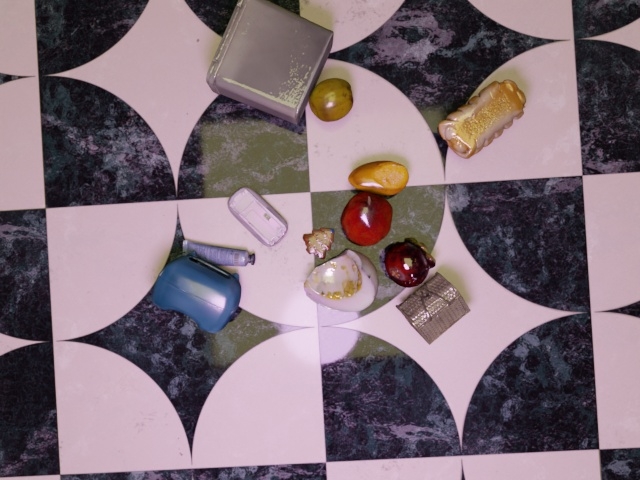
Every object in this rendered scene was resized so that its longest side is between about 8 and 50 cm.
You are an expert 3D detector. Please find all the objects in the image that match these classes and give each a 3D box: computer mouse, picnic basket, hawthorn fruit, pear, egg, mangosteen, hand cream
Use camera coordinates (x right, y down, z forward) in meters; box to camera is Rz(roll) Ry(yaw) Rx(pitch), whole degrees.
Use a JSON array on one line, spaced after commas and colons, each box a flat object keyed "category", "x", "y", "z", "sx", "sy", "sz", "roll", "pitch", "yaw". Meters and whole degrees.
[{"category": "computer mouse", "x": -0.229, "y": -0.087, "z": 1.729, "sx": 0.245, "sy": 0.056, "sz": 0.126, "roll": 43, "pitch": 90, "yaw": 2}, {"category": "picnic basket", "x": 0.387, "y": 0.230, "z": 1.645, "sx": 0.196, "sy": 0.134, "sz": 0.154, "roll": -39, "pitch": 130, "yaw": 1}, {"category": "hawthorn fruit", "x": 0.166, "y": -0.089, "z": 1.643, "sx": 0.189, "sy": 0.251, "sz": 0.190, "roll": 3, "pitch": 63, "yaw": -6}, {"category": "pear", "x": 0.042, "y": -0.498, "z": 1.679, "sx": 0.162, "sy": 0.149, "sz": 0.149, "roll": -24, "pitch": 89, "yaw": -2}, {"category": "egg", "x": 0.097, "y": 0.131, "z": 1.672, "sx": 0.271, "sy": 0.162, "sz": 0.206, "roll": -26, "pitch": 118, "yaw": 36}, {"category": "mangosteen", "x": 0.319, "y": 0.074, "z": 1.673, "sx": 0.180, "sy": 0.166, "sz": 0.166, "roll": -40, "pitch": 89, "yaw": -24}, {"category": "hand cream", "x": -0.375, "y": 0.055, "z": 1.736, "sx": 0.271, "sy": 0.058, "sz": 0.091, "roll": 5, "pitch": 101, "yaw": 5}]

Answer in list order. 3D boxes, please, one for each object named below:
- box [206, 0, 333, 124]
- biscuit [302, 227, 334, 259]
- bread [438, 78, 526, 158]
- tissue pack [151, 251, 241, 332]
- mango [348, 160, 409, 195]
[{"category": "box", "x": -0.174, "y": -0.637, "z": 1.674, "sx": 0.343, "sy": 0.177, "sz": 0.352, "roll": 24, "pitch": 90, "yaw": 0}, {"category": "biscuit", "x": 0.000, "y": 0.000, "z": 1.741, "sx": 0.130, "sy": 0.019, "sz": 0.119, "roll": -43, "pitch": 89, "yaw": 0}, {"category": "bread", "x": 0.580, "y": -0.433, "z": 1.678, "sx": 0.311, "sy": 0.121, "sz": 0.173, "roll": -37, "pitch": 92, "yaw": 1}, {"category": "tissue pack", "x": -0.424, "y": 0.173, "z": 1.660, "sx": 0.287, "sy": 0.198, "sz": 0.206, "roll": 26, "pitch": 96, "yaw": 3}, {"category": "mango", "x": 0.203, "y": -0.218, "z": 1.683, "sx": 0.217, "sy": 0.102, "sz": 0.141, "roll": -3, "pitch": 65, "yaw": -11}]
